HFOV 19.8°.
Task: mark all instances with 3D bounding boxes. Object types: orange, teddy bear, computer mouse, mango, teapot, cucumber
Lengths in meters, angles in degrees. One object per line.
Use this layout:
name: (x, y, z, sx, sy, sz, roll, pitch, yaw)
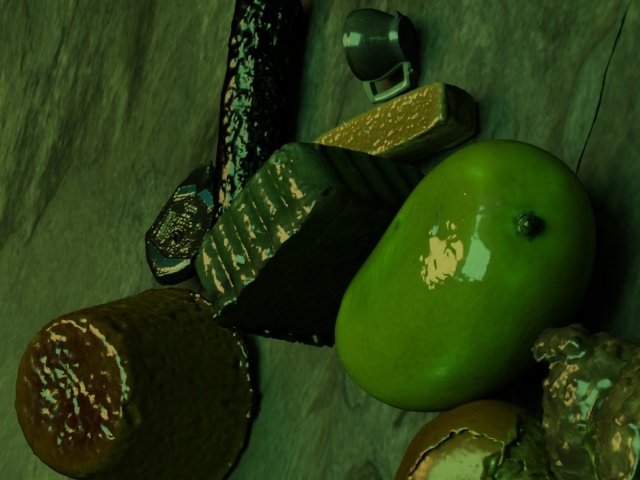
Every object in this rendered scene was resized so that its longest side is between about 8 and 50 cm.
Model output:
orange: (0.132, 0.201, 1.424, 0.156, 0.134, 0.157, 1, 92, 17)
teddy bear: (0.296, 0.133, 1.260, 0.296, 0.222, 0.246, -13, 100, 13)
computer mouse: (-0.124, -0.013, 1.823, 0.079, 0.047, 0.135, 21, 83, 37)
mango: (0.116, 0.041, 1.463, 0.273, 0.149, 0.185, -54, 32, 32)
teapot: (0.058, -0.170, 1.668, 0.057, 0.066, 0.088, -6, 96, 29)
cucumber: (-0.065, -0.096, 1.767, 0.072, 0.072, 0.300, -6, 74, 47)

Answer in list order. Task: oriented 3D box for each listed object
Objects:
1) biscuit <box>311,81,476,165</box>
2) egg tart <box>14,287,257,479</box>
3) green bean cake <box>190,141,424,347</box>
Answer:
biscuit: (0.060, -0.087, 1.638, 0.188, 0.056, 0.052, -23, 60, 43)
egg tart: (-0.179, 0.149, 1.744, 0.215, 0.171, 0.215, -2, 87, 34)
green bean cake: (0.000, 0.000, 1.589, 0.181, 0.173, 0.094, -49, 49, 30)
